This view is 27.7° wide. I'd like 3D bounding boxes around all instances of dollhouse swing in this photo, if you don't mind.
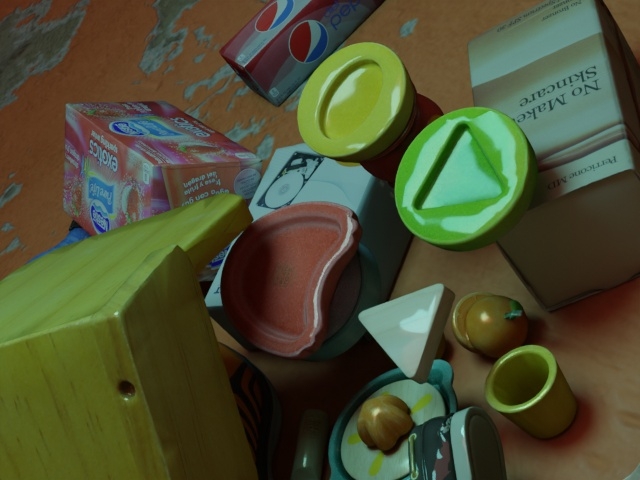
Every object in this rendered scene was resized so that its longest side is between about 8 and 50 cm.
[{"bbox_3d":[-0.201,0.152,1.174,0.347,0.315,0.305,-17,1,29],"label":"dollhouse swing"}]

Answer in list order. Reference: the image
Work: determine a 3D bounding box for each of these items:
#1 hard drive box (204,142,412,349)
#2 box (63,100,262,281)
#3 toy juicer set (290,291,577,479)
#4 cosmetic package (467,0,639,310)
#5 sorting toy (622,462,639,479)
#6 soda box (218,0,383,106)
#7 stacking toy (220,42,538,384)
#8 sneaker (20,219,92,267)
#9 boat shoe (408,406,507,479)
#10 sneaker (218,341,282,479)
[{"bbox_3d":[0.000,0.000,1.428,0.181,0.089,0.232,-8,48,40],"label":"hard drive box"},{"bbox_3d":[-0.203,-0.066,1.600,0.142,0.154,0.300,-6,22,-29],"label":"box"},{"bbox_3d":[0.062,0.153,1.203,0.329,0.089,0.209,-33,36,14],"label":"toy juicer set"},{"bbox_3d":[0.241,-0.098,1.263,0.153,0.129,0.296,-25,38,22],"label":"cosmetic package"},{"bbox_3d":[0.260,0.202,1.004,0.075,0.045,0.083,-33,35,25],"label":"sorting toy"},{"bbox_3d":[-0.008,-0.311,1.773,0.263,0.083,0.092,-46,35,-4],"label":"soda box"},{"bbox_3d":[0.074,-0.005,1.216,0.280,0.130,0.309,24,84,40],"label":"stacking toy"},{"bbox_3d":[-0.339,0.014,1.765,0.152,0.058,0.084,-16,48,27],"label":"sneaker"},{"bbox_3d":[0.111,0.250,1.038,0.069,0.081,0.227,-20,57,33],"label":"boat shoe"},{"bbox_3d":[-0.129,0.177,1.282,0.125,0.180,0.321,-35,35,10],"label":"sneaker"}]
